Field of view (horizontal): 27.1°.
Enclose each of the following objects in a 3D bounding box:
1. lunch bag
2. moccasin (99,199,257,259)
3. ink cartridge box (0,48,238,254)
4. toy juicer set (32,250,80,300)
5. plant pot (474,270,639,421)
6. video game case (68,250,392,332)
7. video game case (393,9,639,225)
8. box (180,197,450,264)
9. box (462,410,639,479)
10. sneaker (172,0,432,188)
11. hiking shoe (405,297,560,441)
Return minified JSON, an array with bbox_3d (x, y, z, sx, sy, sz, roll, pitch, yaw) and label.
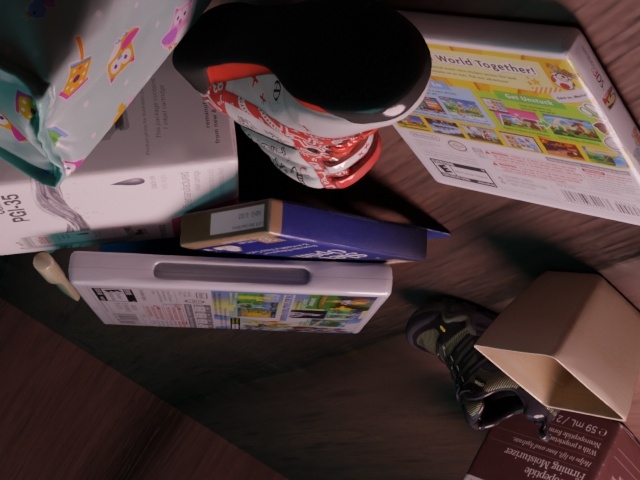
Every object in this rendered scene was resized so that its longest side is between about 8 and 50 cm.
[{"bbox_3d":[-0.231,-0.200,0.935,0.262,0.223,0.160,29,158,11],"label":"lunch bag"},{"bbox_3d":[-0.159,-0.028,1.500,0.138,0.117,0.342,46,158,-20],"label":"moccasin"},{"bbox_3d":[-0.220,-0.075,1.218,0.282,0.117,0.207,-7,164,-5],"label":"ink cartridge box"},{"bbox_3d":[-0.464,-0.044,1.989,0.329,0.089,0.209,42,168,-6],"label":"toy juicer set"},{"bbox_3d":[0.225,0.087,1.188,0.109,0.096,0.109,39,162,-26],"label":"plant pot"},{"bbox_3d":[-0.092,0.058,1.381,0.299,0.036,0.329,2,169,-3],"label":"video game case"},{"bbox_3d":[0.130,-0.091,0.971,0.227,0.026,0.206,16,158,43],"label":"video game case"},{"bbox_3d":[0.000,0.000,1.241,0.225,0.037,0.136,8,169,-39],"label":"box"},{"bbox_3d":[0.278,0.317,1.565,0.168,0.203,0.167,13,155,45],"label":"box"},{"bbox_3d":[0.016,-0.098,0.956,0.270,0.090,0.145,16,159,51],"label":"sneaker"},{"bbox_3d":[0.164,0.136,1.399,0.226,0.114,0.086,13,155,46],"label":"hiking shoe"}]
